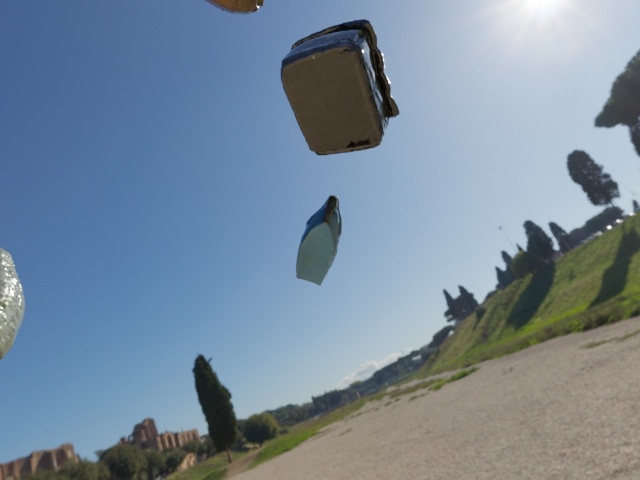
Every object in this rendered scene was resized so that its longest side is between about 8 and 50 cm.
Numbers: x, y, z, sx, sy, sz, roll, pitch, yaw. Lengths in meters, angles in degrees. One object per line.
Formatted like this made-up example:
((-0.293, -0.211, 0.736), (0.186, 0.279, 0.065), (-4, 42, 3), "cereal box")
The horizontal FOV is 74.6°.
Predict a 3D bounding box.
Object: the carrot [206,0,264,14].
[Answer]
((-0.143, -0.294, 0.430), (0.186, 0.060, 0.060), (26, -36, -7), "carrot")

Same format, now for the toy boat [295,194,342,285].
((0.000, 0.000, 0.823), (0.075, 0.077, 0.185), (15, -54, 2), "toy boat")

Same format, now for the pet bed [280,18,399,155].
((0.041, -0.293, 0.818), (0.183, 0.159, 0.211), (-4, -50, 31), "pet bed")

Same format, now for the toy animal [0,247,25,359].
((-0.330, 0.103, 0.385), (0.079, 0.253, 0.070), (-25, -45, 9), "toy animal")
